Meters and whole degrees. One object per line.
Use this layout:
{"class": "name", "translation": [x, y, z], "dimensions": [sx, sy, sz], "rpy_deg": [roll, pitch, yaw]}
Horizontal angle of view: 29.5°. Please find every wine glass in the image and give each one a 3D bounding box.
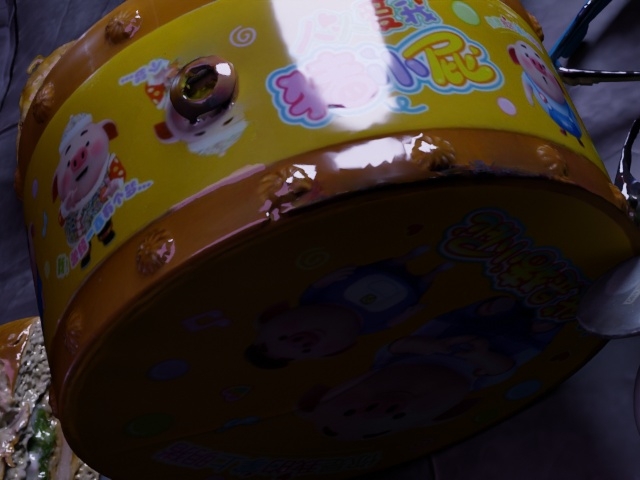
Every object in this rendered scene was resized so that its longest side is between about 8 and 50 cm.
{"class": "wine glass", "translation": [0.249, 0.109, 0.790], "dimensions": [0.093, 0.202, 0.093], "rpy_deg": [-26, 22, 12]}

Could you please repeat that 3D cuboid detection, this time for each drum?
{"class": "drum", "translation": [0.000, 0.000, 0.873], "dimensions": [0.431, 0.431, 0.214], "rpy_deg": [-31, 56, 20]}

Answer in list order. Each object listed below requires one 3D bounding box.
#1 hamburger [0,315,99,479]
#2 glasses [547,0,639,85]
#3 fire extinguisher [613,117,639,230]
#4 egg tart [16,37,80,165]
{"class": "hamburger", "translation": [-0.311, 0.217, 1.171], "dimensions": [0.157, 0.144, 0.283], "rpy_deg": [-4, 69, 34]}
{"class": "glasses", "translation": [0.301, -0.191, 0.964], "dimensions": [0.239, 0.102, 0.207], "rpy_deg": [-49, 50, 5]}
{"class": "fire extinguisher", "translation": [0.332, 0.013, 0.840], "dimensions": [0.337, 0.114, 0.135], "rpy_deg": [27, 73, 39]}
{"class": "egg tart", "translation": [-0.248, -0.147, 1.328], "dimensions": [0.241, 0.106, 0.241], "rpy_deg": [-15, 58, 25]}
